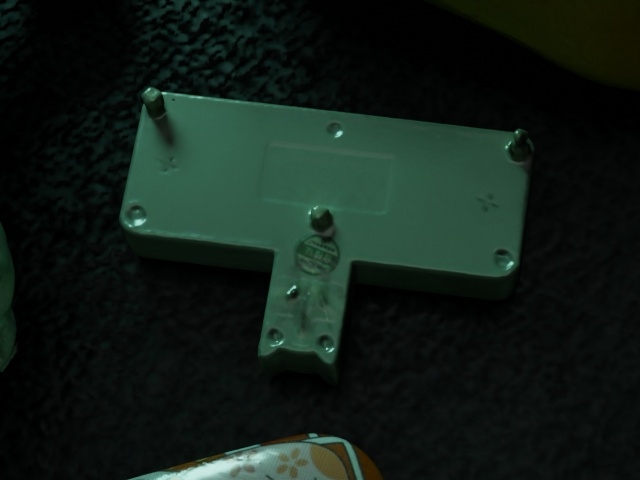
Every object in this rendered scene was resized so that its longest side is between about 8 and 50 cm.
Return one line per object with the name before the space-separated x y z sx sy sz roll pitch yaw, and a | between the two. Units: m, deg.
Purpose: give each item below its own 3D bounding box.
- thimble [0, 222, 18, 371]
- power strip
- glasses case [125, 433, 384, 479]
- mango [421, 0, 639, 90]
thimble | -0.256 0.056 0.773 0.149 0.185 0.211 21 118 16
power strip | 0.000 0.000 0.832 0.215 0.061 0.145 6 70 7
glasses case | -0.090 0.171 0.774 0.266 0.067 0.103 -17 69 -2
mango | 0.081 -0.222 0.870 0.331 0.142 0.195 27 79 5
